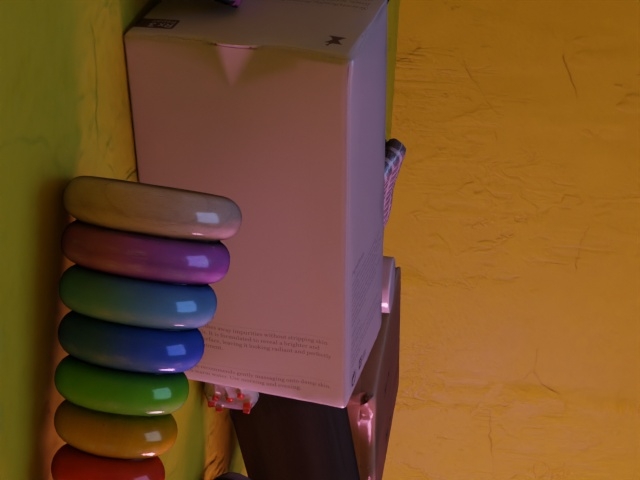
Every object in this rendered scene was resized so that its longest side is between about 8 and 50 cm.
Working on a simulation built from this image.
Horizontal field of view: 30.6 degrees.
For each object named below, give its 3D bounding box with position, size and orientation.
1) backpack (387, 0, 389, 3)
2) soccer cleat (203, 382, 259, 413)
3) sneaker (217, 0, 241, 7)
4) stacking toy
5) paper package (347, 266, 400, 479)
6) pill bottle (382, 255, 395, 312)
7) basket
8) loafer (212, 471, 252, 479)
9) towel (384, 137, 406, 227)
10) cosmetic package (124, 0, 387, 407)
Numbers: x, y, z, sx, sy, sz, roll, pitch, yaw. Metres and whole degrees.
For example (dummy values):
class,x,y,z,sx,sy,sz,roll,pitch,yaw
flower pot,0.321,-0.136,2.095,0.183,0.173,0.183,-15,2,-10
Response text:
class,x,y,z,sx,sy,sz,roll,pitch,yaw
backpack,-0.041,-0.227,1.233,0.166,0.188,0.144,-44,147,-51
soccer cleat,-0.112,0.147,1.385,0.196,0.068,0.076,72,21,-61
sneaker,-0.086,-0.282,1.082,0.077,0.072,0.178,-57,-148,24
stacking toy,-0.152,0.120,0.922,0.141,0.141,0.331,-8,107,-81
paper package,0.028,0.238,1.881,0.325,0.168,0.310,-75,167,-51
pill bottle,0.006,0.054,1.658,0.108,0.193,0.108,5,90,-81
basket,-0.021,0.302,1.506,0.204,0.154,0.227,105,-25,-52
loafer,-0.122,0.439,1.427,0.095,0.109,0.303,-13,103,-61
towel,0.000,0.000,1.457,0.235,0.121,0.284,-54,173,-24
cosmetic package,-0.053,-0.043,1.147,0.156,0.217,0.385,-60,156,-56
